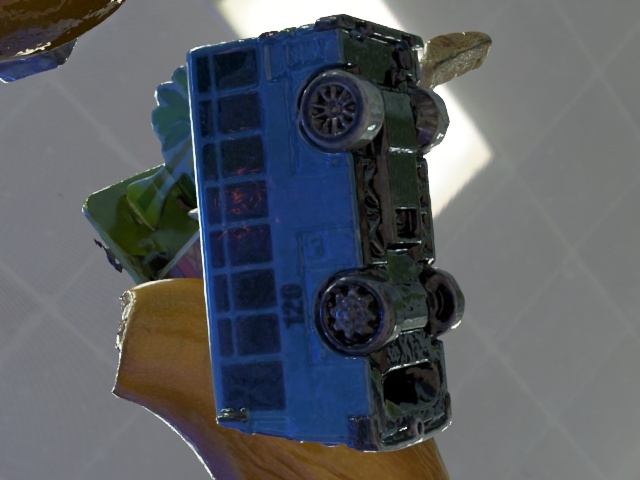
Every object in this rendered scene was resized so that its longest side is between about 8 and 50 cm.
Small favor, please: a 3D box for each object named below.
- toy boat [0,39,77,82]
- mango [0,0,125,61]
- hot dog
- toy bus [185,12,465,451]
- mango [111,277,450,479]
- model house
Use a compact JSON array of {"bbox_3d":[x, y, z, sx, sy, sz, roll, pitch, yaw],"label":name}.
[{"bbox_3d":[-0.305,-0.298,1.387,0.078,0.127,0.283,50,-142,-42],"label":"toy boat"},{"bbox_3d":[-0.191,-0.152,0.643,0.228,0.099,0.136,-18,-56,-11],"label":"mango"},{"bbox_3d":[0.102,-0.150,1.021,0.090,0.034,0.030,-30,-31,-42],"label":"hot dog"},{"bbox_3d":[0.000,0.000,0.723,0.116,0.134,0.233,-1,-94,-62],"label":"toy bus"},{"bbox_3d":[-0.033,0.152,1.137,0.359,0.144,0.187,41,-117,3],"label":"mango"},{"bbox_3d":[-0.040,-0.033,1.377,0.242,0.313,0.357,-25,-105,-48],"label":"model house"}]
